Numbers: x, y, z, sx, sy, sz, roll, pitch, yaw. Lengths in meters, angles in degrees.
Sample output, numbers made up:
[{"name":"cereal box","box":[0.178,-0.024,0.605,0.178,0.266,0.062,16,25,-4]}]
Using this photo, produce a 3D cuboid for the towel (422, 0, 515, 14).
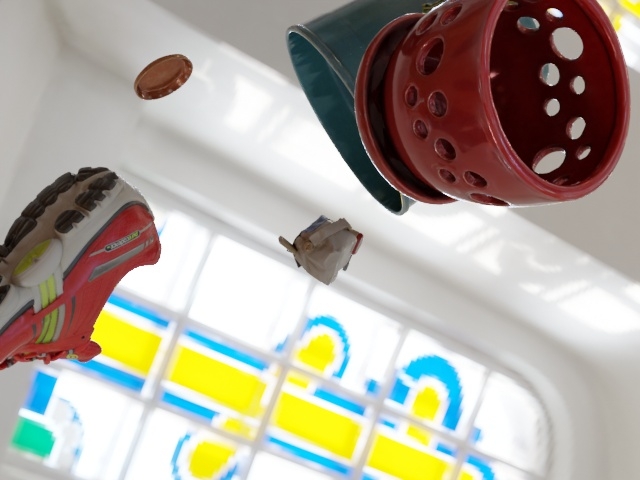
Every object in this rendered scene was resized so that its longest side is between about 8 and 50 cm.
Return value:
[{"name":"towel","box":[0.203,-0.282,1.711,0.237,0.102,0.021,166,-86,-70]}]

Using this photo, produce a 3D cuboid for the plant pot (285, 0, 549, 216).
[{"name":"plant pot","box":[0.135,-0.210,1.930,0.255,0.272,0.271,-31,-144,-8]}]

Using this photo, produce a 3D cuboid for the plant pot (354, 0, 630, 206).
[{"name":"plant pot","box":[0.139,-0.117,1.302,0.174,0.191,0.191,-11,-119,49]}]

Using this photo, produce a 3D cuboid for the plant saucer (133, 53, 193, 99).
[{"name":"plant saucer","box":[-0.205,-0.214,2.009,0.083,0.083,0.013,-43,-115,27]}]

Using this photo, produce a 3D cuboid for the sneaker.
[{"name":"sneaker","box":[-0.231,0.069,1.236,0.279,0.118,0.107,-45,-147,-15]}]

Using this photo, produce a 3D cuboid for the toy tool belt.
[{"name":"toy tool belt","box":[0.000,0.000,1.220,0.052,0.051,0.083,-68,170,20]}]
